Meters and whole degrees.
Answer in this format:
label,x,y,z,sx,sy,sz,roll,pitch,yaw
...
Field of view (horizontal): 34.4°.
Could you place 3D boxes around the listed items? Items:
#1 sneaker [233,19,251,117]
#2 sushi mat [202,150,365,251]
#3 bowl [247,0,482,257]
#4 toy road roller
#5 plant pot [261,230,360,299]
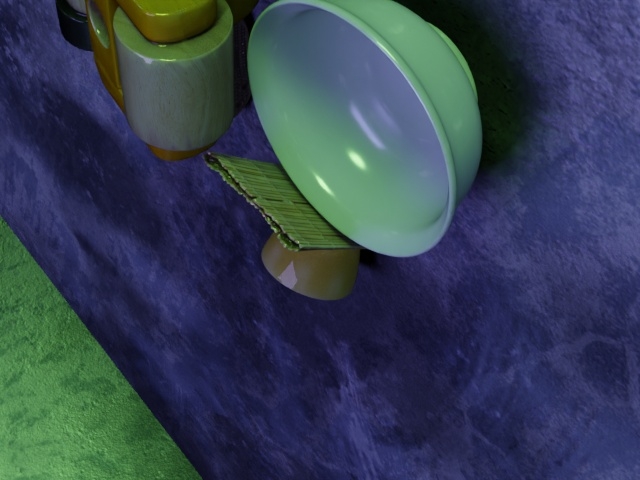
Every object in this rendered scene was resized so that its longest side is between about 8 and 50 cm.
label,x,y,z,sx,sy,sz,roll,pitch,yaw
sneaker,-0.130,-0.240,1.372,0.071,0.066,0.188,59,152,30
sushi mat,-0.011,-0.040,1.207,0.019,0.316,0.151,-48,72,17
bowl,0.067,-0.141,1.076,0.298,0.134,0.298,39,150,28
toy road roller,-0.142,-0.273,1.109,0.330,0.240,0.203,55,157,30
plant pot,0.000,0.000,1.372,0.134,0.134,0.095,40,122,26
